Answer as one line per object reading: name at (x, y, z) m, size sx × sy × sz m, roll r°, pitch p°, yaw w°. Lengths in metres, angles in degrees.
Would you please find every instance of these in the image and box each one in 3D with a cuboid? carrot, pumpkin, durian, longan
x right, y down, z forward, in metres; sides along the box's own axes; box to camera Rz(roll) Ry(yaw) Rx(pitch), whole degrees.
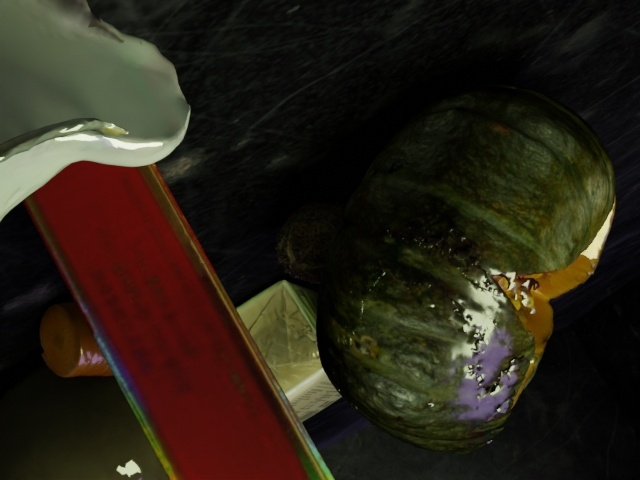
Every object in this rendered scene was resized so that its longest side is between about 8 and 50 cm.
carrot at (-0.152, 0.080, 0.993) m, size 0.087 × 0.087 × 0.193 m, roll -38°, pitch 165°, yaw 31°
pumpkin at (0.123, 0.019, 0.966) m, size 0.320 × 0.192 × 0.320 m, roll -54°, pitch 162°, yaw -27°
durian at (0.000, 0.000, 1.037) m, size 0.080 × 0.080 × 0.091 m, roll -38°, pitch 175°, yaw 30°
longan at (-0.210, 0.192, 1.053) m, size 0.196 × 0.196 × 0.220 m, roll -28°, pitch 177°, yaw -6°

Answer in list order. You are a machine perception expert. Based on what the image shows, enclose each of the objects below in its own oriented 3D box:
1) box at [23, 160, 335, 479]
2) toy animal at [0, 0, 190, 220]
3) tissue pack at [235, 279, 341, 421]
box at (-0.075, 0.100, 0.742) m, size 0.089 × 0.313 × 0.197 m, roll -29°, pitch 166°, yaw -9°
toy animal at (-0.210, -0.012, 0.403) m, size 0.289 × 0.174 × 0.249 m, roll -37°, pitch 176°, yaw 23°
tissue pack at (-0.046, 0.141, 1.322) m, size 0.159 × 0.125 × 0.234 m, roll -33°, pitch 164°, yaw 9°
